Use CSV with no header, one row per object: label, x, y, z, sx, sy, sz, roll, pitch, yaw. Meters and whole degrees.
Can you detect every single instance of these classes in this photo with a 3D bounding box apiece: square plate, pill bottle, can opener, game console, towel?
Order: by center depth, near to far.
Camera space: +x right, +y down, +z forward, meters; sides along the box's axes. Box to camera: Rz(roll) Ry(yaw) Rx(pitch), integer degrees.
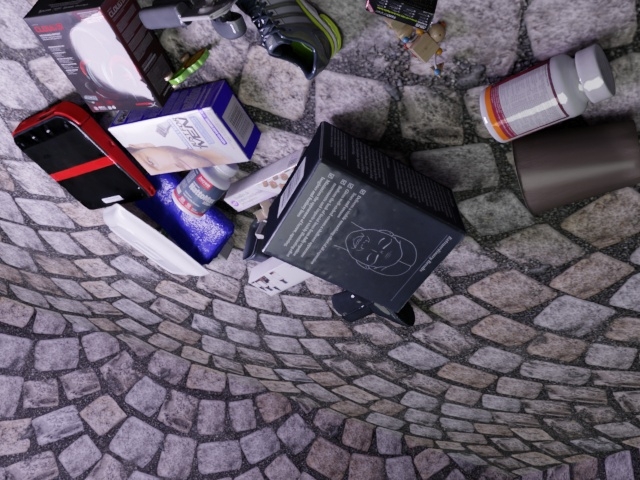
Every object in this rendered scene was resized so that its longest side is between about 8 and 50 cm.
pill bottle,0.430,-0.279,1.067,0.221,0.121,0.121,-19,133,41
can opener,-0.253,-0.433,1.102,0.283,0.076,0.095,17,145,44
pill bottle,-0.313,-0.159,1.534,0.108,0.108,0.180,37,109,-27
game console,-0.702,-0.234,1.644,0.386,0.060,0.342,-5,138,41
towel,-0.419,-0.072,1.690,0.308,0.076,0.227,41,137,-1
square plate,-0.545,0.014,1.788,0.347,0.049,0.344,40,162,-22

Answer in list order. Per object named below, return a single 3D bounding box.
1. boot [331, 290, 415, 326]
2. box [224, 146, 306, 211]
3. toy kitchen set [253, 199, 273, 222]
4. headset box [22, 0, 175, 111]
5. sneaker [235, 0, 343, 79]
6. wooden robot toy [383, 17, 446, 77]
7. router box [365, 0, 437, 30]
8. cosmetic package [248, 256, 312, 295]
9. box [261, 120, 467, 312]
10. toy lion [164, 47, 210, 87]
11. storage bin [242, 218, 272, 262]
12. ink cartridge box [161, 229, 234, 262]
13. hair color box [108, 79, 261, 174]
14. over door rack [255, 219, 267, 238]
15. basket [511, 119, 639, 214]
boot,0.182,0.239,1.952,0.246,0.094,0.207,38,138,-18
box,-0.141,-0.164,1.542,0.324,0.067,0.063,-20,132,41
toy kitchen set,-0.162,-0.103,1.678,0.083,0.075,0.068,-25,94,4
headset box,-0.491,-0.439,1.255,0.218,0.110,0.293,3,144,21
sneaker,-0.089,-0.432,1.076,0.300,0.121,0.111,32,144,-20
wooden robot toy,0.202,-0.395,1.076,0.173,0.076,0.079,36,107,-26
router box,0.148,-0.434,0.996,0.122,0.092,0.038,19,147,-2
cosmetic package,-0.102,0.088,1.663,0.099,0.060,0.239,34,136,-30
box,0.101,-0.052,1.374,0.395,0.212,0.293,26,122,-15
toy lion,-0.294,-0.392,1.253,0.096,0.100,0.034,8,149,48
storage bin,-0.182,0.012,1.762,0.091,0.135,0.098,23,155,-26
ink cartridge box,-0.422,0.007,1.893,0.208,0.087,0.153,-10,138,33
hair color box,-0.348,-0.280,1.429,0.339,0.110,0.185,-2,143,29
over door rack,0.000,0.000,1.666,0.324,0.108,0.239,-6,139,19
basket,0.544,-0.161,1.170,0.227,0.154,0.204,-10,135,29
